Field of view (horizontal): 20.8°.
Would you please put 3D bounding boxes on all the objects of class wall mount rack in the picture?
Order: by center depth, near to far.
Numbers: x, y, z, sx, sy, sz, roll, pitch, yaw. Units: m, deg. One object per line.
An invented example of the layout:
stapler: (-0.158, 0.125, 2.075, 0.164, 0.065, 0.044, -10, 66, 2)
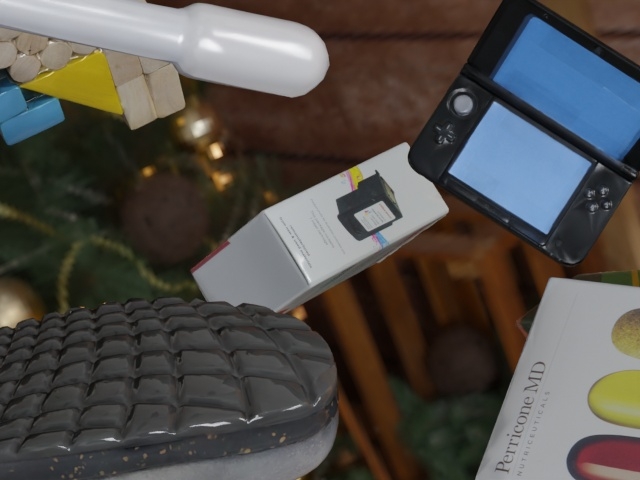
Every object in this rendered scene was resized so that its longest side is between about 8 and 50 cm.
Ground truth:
wall mount rack: (-0.169, -0.122, 0.442, 0.304, 0.130, 0.350, -13, 58, 9)

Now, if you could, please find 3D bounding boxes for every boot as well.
boot: (-0.133, 0.162, 0.701, 0.338, 0.222, 0.118, -14, 22, 7)

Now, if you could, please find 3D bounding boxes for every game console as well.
game console: (0.128, -0.062, 1.003, 0.107, 0.122, 0.071, -56, -4, -10)

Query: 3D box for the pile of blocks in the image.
pile of blocks: (-0.248, -0.149, 1.075, 0.149, 0.362, 0.112, -52, 47, 16)

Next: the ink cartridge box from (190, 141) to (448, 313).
ink cartridge box: (0.000, 0.000, 1.436, 0.175, 0.072, 0.127, -28, -6, -41)

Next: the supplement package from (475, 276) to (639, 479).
supplement package: (0.232, 0.120, 0.943, 0.244, 0.134, 0.139, 6, 61, 33)

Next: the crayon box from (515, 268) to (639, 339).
crayon box: (0.280, 0.119, 1.299, 0.081, 0.202, 0.318, -35, 5, -14)
